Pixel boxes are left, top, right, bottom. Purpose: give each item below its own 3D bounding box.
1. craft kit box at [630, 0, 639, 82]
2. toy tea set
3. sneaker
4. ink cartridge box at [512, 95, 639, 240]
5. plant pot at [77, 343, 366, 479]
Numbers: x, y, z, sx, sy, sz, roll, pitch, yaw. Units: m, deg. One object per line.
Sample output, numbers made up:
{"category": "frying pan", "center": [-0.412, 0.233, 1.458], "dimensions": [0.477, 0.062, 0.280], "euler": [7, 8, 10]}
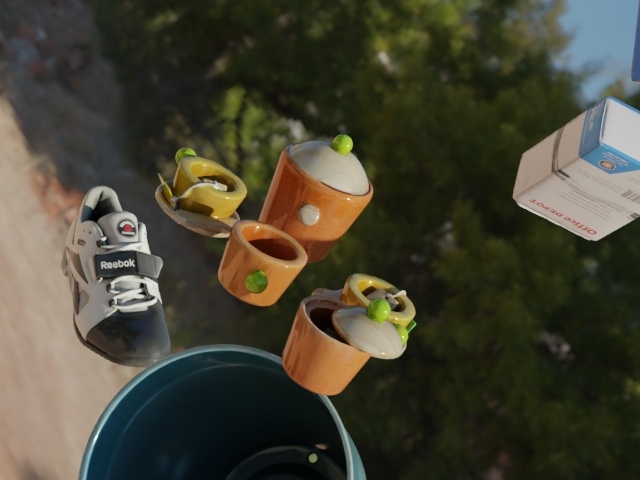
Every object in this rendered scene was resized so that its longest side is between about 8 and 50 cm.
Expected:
{"category": "craft kit box", "center": [0.336, -0.211, 1.066], "dimensions": [0.061, 0.247, 0.249], "euler": [-27, 125, -59]}
{"category": "toy tea set", "center": [0.000, 0.000, 1.495], "dimensions": [0.200, 0.124, 0.336], "euler": [8, 30, -38]}
{"category": "sneaker", "center": [-0.286, 0.043, 2.315], "dimensions": [0.330, 0.122, 0.146], "euler": [55, -41, 48]}
{"category": "ink cartridge box", "center": [0.358, -0.088, 2.124], "dimensions": [0.140, 0.082, 0.191], "euler": [25, -29, -19]}
{"category": "plant pot", "center": [-0.071, 0.265, 1.676], "dimensions": [0.271, 0.272, 0.255], "euler": [59, 3, 22]}
